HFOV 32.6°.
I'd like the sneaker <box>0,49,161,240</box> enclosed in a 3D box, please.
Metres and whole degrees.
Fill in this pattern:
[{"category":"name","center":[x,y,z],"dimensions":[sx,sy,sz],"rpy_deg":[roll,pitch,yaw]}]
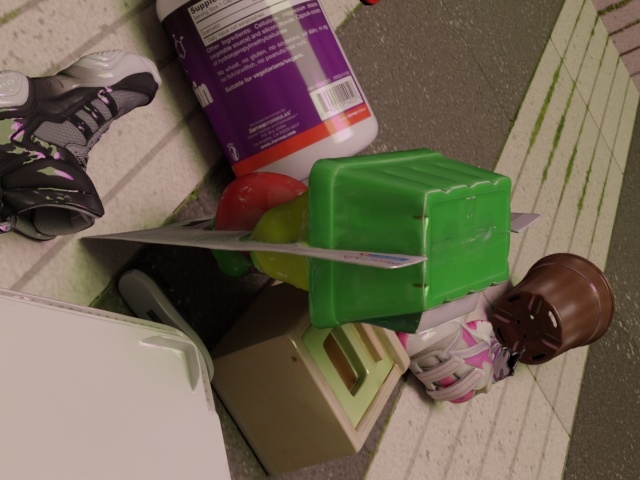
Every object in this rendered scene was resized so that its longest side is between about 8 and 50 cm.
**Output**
[{"category":"sneaker","center":[-0.234,-0.086,1.031],"dimensions":[0.269,0.101,0.153],"rpy_deg":[-25,93,-53]}]

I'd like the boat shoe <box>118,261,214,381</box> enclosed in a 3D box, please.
[{"category":"boat shoe","center":[-0.148,0.082,1.102],"dimensions":[0.142,0.049,0.040],"rpy_deg":[57,32,-13]}]

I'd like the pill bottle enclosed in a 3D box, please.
[{"category":"pill bottle","center":[-0.074,-0.225,1.284],"dimensions":[0.322,0.182,0.181],"rpy_deg":[64,31,-5]}]

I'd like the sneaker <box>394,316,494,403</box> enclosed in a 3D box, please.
[{"category":"sneaker","center":[0.175,0.164,1.498],"dimensions":[0.252,0.103,0.111],"rpy_deg":[14,58,-53]}]

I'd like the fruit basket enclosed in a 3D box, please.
[{"category":"fruit basket","center":[0.000,0.000,1.104],"dimensions":[0.327,0.353,0.165],"rpy_deg":[-13,98,-57]}]

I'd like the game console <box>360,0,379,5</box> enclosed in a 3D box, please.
[{"category":"game console","center":[-0.096,-0.472,1.361],"dimensions":[0.342,0.060,0.386],"rpy_deg":[33,16,-42]}]

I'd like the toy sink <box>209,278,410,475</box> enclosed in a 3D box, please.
[{"category":"toy sink","center":[0.000,0.122,1.224],"dimensions":[0.152,0.131,0.234],"rpy_deg":[61,31,-13]}]

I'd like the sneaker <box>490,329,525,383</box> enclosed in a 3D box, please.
[{"category":"sneaker","center":[0.283,0.171,1.693],"dimensions":[0.038,0.069,0.098],"rpy_deg":[34,44,-44]}]

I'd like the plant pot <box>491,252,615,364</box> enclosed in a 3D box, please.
[{"category":"plant pot","center":[0.372,0.119,1.787],"dimensions":[0.165,0.167,0.166],"rpy_deg":[-22,90,-52]}]

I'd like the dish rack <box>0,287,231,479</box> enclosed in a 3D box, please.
[{"category":"dish rack","center":[-0.199,0.160,0.871],"dimensions":[0.333,0.072,0.285],"rpy_deg":[19,45,-42]}]
